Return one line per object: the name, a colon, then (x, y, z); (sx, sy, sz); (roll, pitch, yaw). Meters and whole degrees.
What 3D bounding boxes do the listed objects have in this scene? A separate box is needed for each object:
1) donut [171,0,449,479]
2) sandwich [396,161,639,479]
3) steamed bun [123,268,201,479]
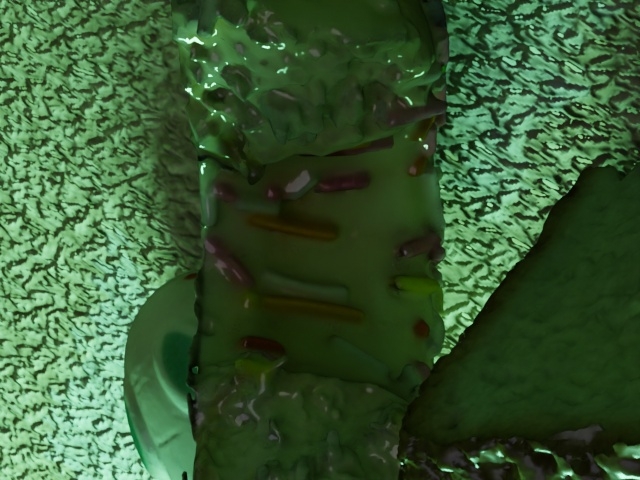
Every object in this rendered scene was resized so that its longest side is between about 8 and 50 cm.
donut: (0.000, 0.007, 0.882); (0.150, 0.307, 0.371); (-1, 98, 2)
sandwich: (0.228, 0.066, 0.750); (0.325, 0.262, 0.131); (-5, 120, 37)
steamed bun: (-0.049, 0.127, 1.098); (0.228, 0.131, 0.177); (47, 135, 3)
